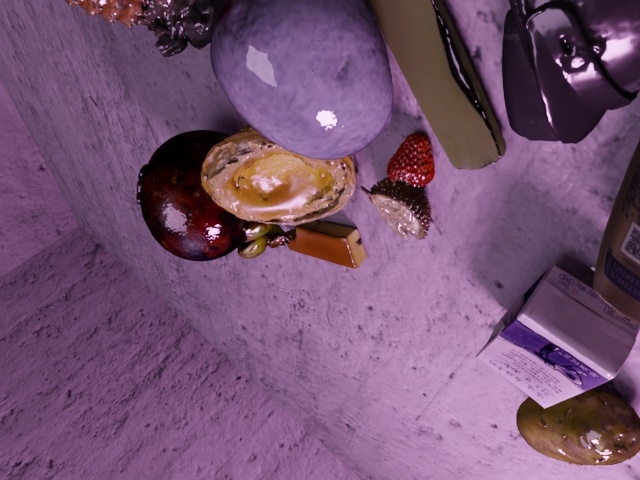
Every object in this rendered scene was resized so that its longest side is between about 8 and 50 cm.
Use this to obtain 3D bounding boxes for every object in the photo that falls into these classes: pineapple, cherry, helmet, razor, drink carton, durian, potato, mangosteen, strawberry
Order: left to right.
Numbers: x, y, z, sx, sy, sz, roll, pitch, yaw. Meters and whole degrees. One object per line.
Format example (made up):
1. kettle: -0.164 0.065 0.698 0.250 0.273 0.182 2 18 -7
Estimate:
1. pineapple: -0.296 -0.429 0.821 0.357 0.222 0.223 35 153 -13
2. mangosteen: -0.239 -0.089 1.065 0.311 0.311 0.311 33 148 24
3. cherry: -0.026 -0.238 0.653 0.296 0.218 0.255 44 173 -17
4. durian: 0.130 -0.065 0.809 0.140 0.071 0.110 37 159 -14
5. strawberry: 0.142 -0.121 0.745 0.073 0.073 0.083 25 108 34
6. razor: 0.244 -0.180 0.535 0.090 0.054 0.148 25 143 41
7. drink carton: 0.337 0.152 0.726 0.134 0.102 0.222 34 155 17
8. potato: 0.434 0.316 0.840 0.149 0.113 0.251 35 158 6
9. helmet: 0.227 -0.218 0.334 0.161 0.231 0.278 -7 102 40

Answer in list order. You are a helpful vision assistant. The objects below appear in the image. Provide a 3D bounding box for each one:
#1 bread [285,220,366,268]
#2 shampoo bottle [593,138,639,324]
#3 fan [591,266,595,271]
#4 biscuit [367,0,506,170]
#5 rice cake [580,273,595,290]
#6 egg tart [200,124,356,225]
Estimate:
1. bread: 0.000 0.000 1.085 0.226 0.049 0.088 15 138 45
2. shampoo bottle: 0.361 -0.069 0.458 0.125 0.084 0.350 -128 27 -48
3. fan: 0.469 0.128 0.618 0.310 0.010 0.182 36 153 4
4. biscuit: 0.143 -0.232 0.622 0.322 0.038 0.099 56 153 -17
5. rice cake: 0.413 0.044 0.604 0.047 0.036 0.207 58 151 1
6. egg tart: -0.069 -0.124 0.886 0.288 0.289 0.118 90 175 -60
